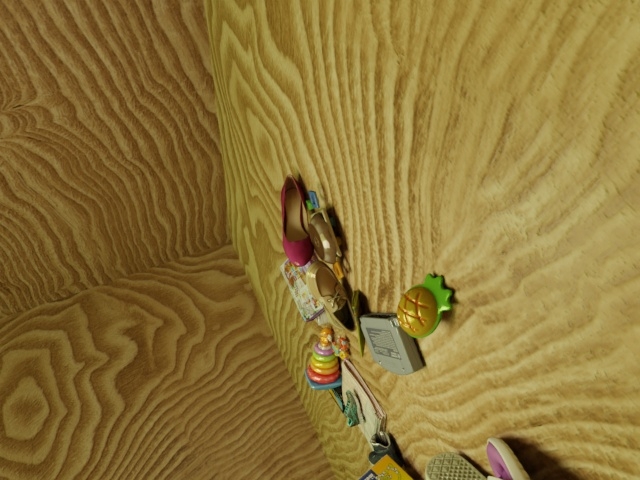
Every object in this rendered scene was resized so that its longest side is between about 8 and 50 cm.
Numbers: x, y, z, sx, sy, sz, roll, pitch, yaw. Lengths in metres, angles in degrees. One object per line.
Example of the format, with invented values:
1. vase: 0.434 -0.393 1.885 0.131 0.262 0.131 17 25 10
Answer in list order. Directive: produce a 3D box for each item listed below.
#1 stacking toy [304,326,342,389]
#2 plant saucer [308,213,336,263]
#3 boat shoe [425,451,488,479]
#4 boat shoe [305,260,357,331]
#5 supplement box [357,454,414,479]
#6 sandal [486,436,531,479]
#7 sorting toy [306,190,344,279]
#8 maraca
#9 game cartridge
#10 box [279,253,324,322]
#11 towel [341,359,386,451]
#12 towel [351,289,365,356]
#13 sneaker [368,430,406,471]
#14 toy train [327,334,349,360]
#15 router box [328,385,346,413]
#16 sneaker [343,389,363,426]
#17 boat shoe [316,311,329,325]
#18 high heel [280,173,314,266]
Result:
1. stacking toy: 0.020 0.547 2.075 0.166 0.175 0.302 -129 38 -63
2. plant saucer: 0.000 0.000 1.583 0.198 0.036 0.199 160 90 -74
3. boat shoe: 0.430 0.725 1.049 0.156 0.186 0.500 69 167 -12
4. boat shoe: 0.055 0.216 1.645 0.110 0.121 0.341 24 150 50
5. supplement box: 0.302 1.000 1.543 0.356 0.195 0.194 28 135 47
6. sandal: 0.389 0.544 0.876 0.416 0.102 0.169 -39 -68 -84
7. sorting toy: 0.030 -0.024 1.609 0.196 0.047 0.348 167 84 -75
8. maraca: 0.261 0.166 1.084 0.186 0.099 0.127 -57 48 36
9. game cartridge: 0.226 0.336 1.409 0.294 0.060 0.196 155 98 -71
10. box: -0.058 0.189 1.919 0.201 0.057 0.293 -45 63 40
11. towel: 0.183 0.747 1.939 0.317 0.053 0.332 51 152 45
12. towel: 0.140 0.305 1.582 0.102 0.021 0.237 -68 -29 -59
13. sneaker: 0.246 0.873 1.803 0.163 0.086 0.226 60 150 -2
14. toy train: 0.092 0.467 1.927 0.166 0.046 0.125 -8 100 68
15. router box: 0.088 0.792 2.254 0.179 0.046 0.133 47 151 49
16. sneaker: 0.133 0.736 1.873 0.065 0.076 0.167 -4 104 68
17. boat shoe: -0.034 0.273 2.009 0.268 0.088 0.096 62 160 22
18. high heel: -0.106 -0.080 1.681 0.181 0.127 0.377 78 179 -47
